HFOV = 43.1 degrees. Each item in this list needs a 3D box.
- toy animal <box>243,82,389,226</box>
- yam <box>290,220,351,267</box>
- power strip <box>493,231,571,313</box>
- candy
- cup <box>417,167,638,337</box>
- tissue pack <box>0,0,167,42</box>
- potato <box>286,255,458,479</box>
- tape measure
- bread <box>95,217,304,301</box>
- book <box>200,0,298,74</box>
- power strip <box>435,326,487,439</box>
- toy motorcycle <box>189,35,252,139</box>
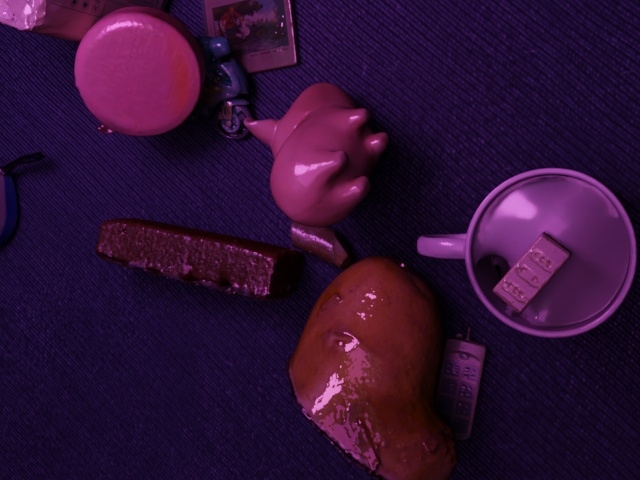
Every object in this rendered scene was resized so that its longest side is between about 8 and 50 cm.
[{"bbox_3d":[0.002,-0.149,1.485,0.269,0.326,0.237,-14,120,37],"label":"toy animal"},{"bbox_3d":[0.000,0.000,1.617,0.146,0.070,0.069,23,102,20],"label":"yam"},{"bbox_3d":[0.320,0.048,1.220,0.056,0.032,0.123,41,107,13],"label":"power strip"},{"bbox_3d":[-0.349,-0.317,1.557,0.255,0.094,0.255,0,118,-1],"label":"candy"},{"bbox_3d":[0.349,0.010,1.371,0.357,0.274,0.259,2,94,23],"label":"cup"},{"bbox_3d":[-0.470,-0.538,1.598,0.207,0.380,0.297,25,101,18],"label":"tissue pack"},{"bbox_3d":[0.131,0.216,1.455,0.296,0.290,0.397,-57,46,13],"label":"potato"},{"bbox_3d":[-0.757,-0.088,1.890,0.351,0.098,0.215,-4,90,25],"label":"tape measure"},{"bbox_3d":[-0.252,0.035,1.669,0.417,0.165,0.113,12,93,21],"label":"bread"},{"bbox_3d":[-0.152,-0.485,1.667,0.215,0.025,0.282,-7,93,23],"label":"book"},{"bbox_3d":[0.266,0.276,1.552,0.080,0.029,0.226,11,98,20],"label":"power strip"},{"bbox_3d":[-0.259,-0.337,1.655,0.297,0.109,0.198,25,120,5],"label":"toy motorcycle"}]
